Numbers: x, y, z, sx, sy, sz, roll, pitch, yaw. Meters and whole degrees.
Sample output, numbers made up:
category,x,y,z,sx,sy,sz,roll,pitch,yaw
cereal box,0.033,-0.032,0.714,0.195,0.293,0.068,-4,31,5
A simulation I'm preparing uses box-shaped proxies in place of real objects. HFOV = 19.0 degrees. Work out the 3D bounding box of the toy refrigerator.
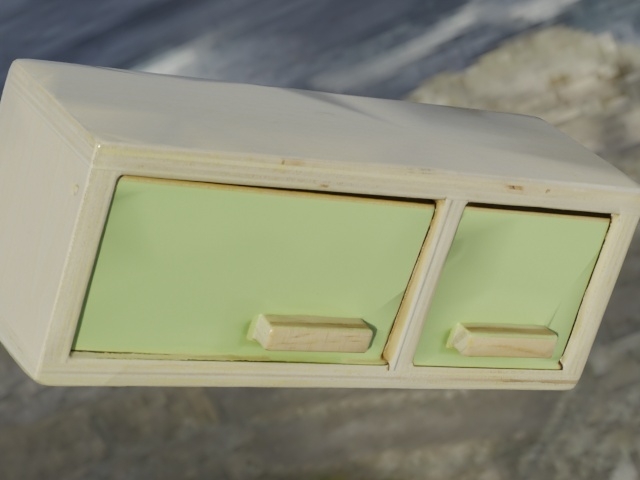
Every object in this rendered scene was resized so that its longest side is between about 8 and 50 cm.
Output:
category,x,y,z,sx,sy,sz,roll,pitch,yaw
toy refrigerator,0.000,0.000,0.793,0.269,0.102,0.094,4,23,-35
